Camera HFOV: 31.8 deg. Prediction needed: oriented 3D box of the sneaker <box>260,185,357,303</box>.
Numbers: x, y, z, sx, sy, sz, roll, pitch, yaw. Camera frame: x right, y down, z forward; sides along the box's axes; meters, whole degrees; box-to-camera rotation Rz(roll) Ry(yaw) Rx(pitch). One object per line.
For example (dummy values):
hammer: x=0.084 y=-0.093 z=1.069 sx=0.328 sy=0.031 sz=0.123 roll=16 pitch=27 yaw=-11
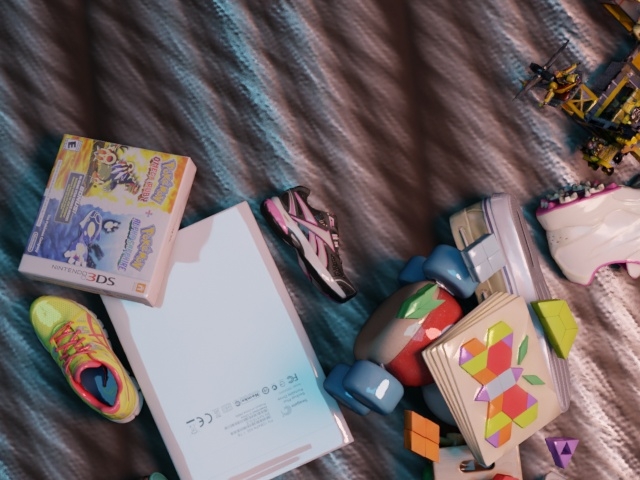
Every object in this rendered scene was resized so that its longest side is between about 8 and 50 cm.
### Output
sneaker: x=0.000 y=0.000 z=1.517 sx=0.077 sy=0.072 sz=0.178 roll=-36 pitch=91 yaw=-12

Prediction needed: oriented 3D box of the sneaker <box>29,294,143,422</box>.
sneaker: x=-0.315 y=0.153 z=1.496 sx=0.081 sy=0.094 sz=0.208 roll=-42 pitch=84 yaw=-1

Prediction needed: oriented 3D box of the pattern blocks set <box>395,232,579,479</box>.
pattern blocks set: x=0.213 y=0.171 z=1.361 sx=0.285 sy=0.026 sz=0.324 roll=-44 pitch=112 yaw=-22

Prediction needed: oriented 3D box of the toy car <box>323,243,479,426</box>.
toy car: x=0.169 y=0.165 z=1.439 sx=0.238 sy=0.210 sz=0.219 roll=37 pitch=76 yaw=-5

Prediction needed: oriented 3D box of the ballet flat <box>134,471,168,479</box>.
ballet flat: x=-0.167 y=0.434 z=1.478 sx=0.096 sy=0.095 sz=0.280 roll=-44 pitch=75 yaw=7

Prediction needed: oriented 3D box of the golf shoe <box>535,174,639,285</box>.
golf shoe: x=0.448 y=-0.030 z=1.500 sx=0.306 sy=0.115 sz=0.140 roll=-14 pitch=96 yaw=6

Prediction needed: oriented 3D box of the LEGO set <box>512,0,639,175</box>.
LEGO set: x=0.408 y=-0.264 z=1.435 sx=0.192 sy=0.255 sz=0.331 roll=37 pitch=99 yaw=-23

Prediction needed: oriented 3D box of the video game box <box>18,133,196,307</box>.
video game box: x=-0.283 y=-0.029 z=1.503 sx=0.187 sy=0.048 sz=0.205 roll=12 pitch=74 yaw=9

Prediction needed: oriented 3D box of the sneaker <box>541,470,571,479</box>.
sneaker: x=0.333 y=0.342 z=1.482 sx=0.191 sy=0.071 sz=0.082 roll=-11 pitch=79 yaw=0

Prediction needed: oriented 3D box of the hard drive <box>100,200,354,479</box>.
hard drive: x=-0.133 y=0.155 z=1.516 sx=0.233 sy=0.047 sz=0.353 roll=-24 pitch=86 yaw=-1

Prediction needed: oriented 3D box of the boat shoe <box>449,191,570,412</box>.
boat shoe: x=0.255 y=0.088 z=1.499 sx=0.094 sy=0.109 sz=0.302 roll=-18 pitch=81 yaw=24

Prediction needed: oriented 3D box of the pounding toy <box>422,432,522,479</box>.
pounding toy: x=0.182 y=0.282 z=1.457 sx=0.141 sy=0.130 sz=0.100 roll=-6 pitch=85 yaw=1
